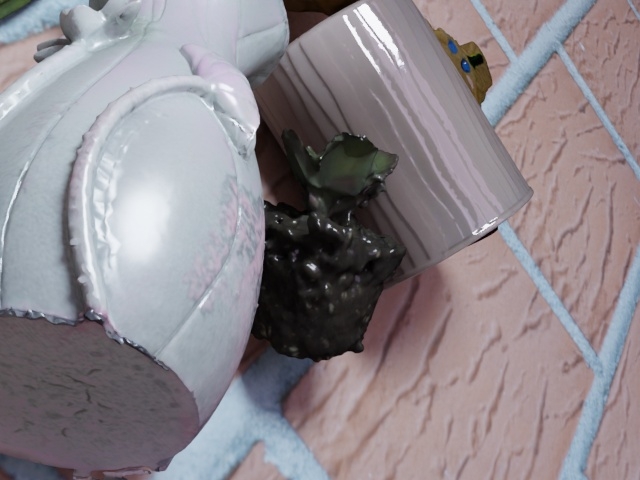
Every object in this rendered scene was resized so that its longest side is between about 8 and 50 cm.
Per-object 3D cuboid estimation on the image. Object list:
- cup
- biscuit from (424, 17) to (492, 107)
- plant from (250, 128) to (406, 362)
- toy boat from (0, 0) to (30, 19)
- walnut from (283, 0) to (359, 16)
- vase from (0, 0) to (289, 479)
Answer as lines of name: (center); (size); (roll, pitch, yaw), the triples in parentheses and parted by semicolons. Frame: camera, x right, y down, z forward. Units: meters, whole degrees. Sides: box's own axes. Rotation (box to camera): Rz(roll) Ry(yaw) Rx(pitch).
cup: (0.090, -0.114, 0.979); (0.273, 0.208, 0.288); (57, 40, -3)
biscuit: (0.181, -0.228, 1.260); (0.320, 0.047, 0.183); (-26, 94, -58)
plant: (0.000, 0.000, 0.812); (0.142, 0.131, 0.203); (-4, 104, -43)
toy boat: (-0.273, -0.258, 0.784); (0.093, 0.055, 0.293); (43, 42, -18)
walnut: (0.018, -0.434, 0.970); (0.308, 0.398, 0.354); (-46, 107, -16)
vase: (-0.141, -0.059, 0.683); (0.250, 0.250, 0.445); (37, 40, -28)
